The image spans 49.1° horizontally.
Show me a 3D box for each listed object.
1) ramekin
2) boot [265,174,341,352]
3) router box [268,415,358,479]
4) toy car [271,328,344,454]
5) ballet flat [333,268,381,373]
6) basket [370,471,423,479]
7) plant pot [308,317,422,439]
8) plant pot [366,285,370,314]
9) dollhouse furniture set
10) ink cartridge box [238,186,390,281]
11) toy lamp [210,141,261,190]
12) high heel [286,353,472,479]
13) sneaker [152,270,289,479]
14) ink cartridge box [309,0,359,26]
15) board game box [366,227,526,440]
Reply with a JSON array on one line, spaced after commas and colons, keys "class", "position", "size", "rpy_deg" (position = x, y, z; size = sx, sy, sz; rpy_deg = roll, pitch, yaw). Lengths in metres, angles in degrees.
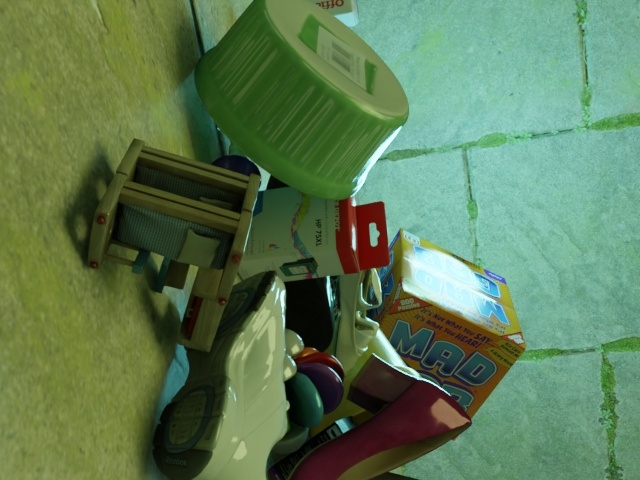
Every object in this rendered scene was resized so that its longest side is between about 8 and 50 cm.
[{"class": "ramekin", "position": [-0.015, -0.219, 1.017], "size": [0.303, 0.148, 0.303], "rpy_deg": [31, 31, -21]}, {"class": "boot", "position": [0.000, 0.000, 1.365], "size": [0.284, 0.138, 0.378], "rpy_deg": [-39, 124, -71]}, {"class": "router box", "position": [-0.002, 0.349, 1.160], "size": [0.046, 0.133, 0.179], "rpy_deg": [55, 3, 15]}, {"class": "toy car", "position": [-0.030, 0.227, 1.082], "size": [0.182, 0.136, 0.159], "rpy_deg": [-66, 147, -73]}, {"class": "ballet flat", "position": [0.068, 0.130, 1.257], "size": [0.086, 0.086, 0.249], "rpy_deg": [-59, 151, -76]}, {"class": "basket", "position": [0.098, 0.489, 1.268], "size": [0.204, 0.226, 0.154], "rpy_deg": [-63, 159, -74]}, {"class": "plant pot", "position": [0.079, 0.297, 1.437], "size": [0.254, 0.253, 0.239], "rpy_deg": [72, -2, -48]}, {"class": "plant pot", "position": [0.062, 0.087, 1.859], "size": [0.237, 0.109, 0.238], "rpy_deg": [-9, 90, -82]}, {"class": "dollhouse furniture set", "position": [-0.149, 0.027, 0.682], "size": [0.129, 0.129, 0.184], "rpy_deg": [-85, -166, -53]}, {"class": "ink cartridge box", "position": [-0.014, -0.015, 1.088], "size": [0.078, 0.230, 0.134], "rpy_deg": [70, 15, -54]}, {"class": "toy lamp", "position": [-0.118, -0.139, 1.035], "size": [0.275, 0.080, 0.080], "rpy_deg": [-88, 167, -46]}, {"class": "high heel", "position": [0.061, 0.343, 0.981], "size": [0.377, 0.181, 0.127], "rpy_deg": [-54, 163, -24]}, {"class": "sneaker", "position": [-0.089, 0.156, 0.786], "size": [0.129, 0.111, 0.297], "rpy_deg": [52, 34, -30]}, {"class": "ink cartridge box", "position": [-0.032, -0.621, 1.587], "size": [0.117, 0.201, 0.278], "rpy_deg": [-30, 113, -79]}, {"class": "board game box", "position": [0.294, 0.253, 1.953], "size": [0.357, 0.356, 0.356], "rpy_deg": [-61, -171, 26]}]
